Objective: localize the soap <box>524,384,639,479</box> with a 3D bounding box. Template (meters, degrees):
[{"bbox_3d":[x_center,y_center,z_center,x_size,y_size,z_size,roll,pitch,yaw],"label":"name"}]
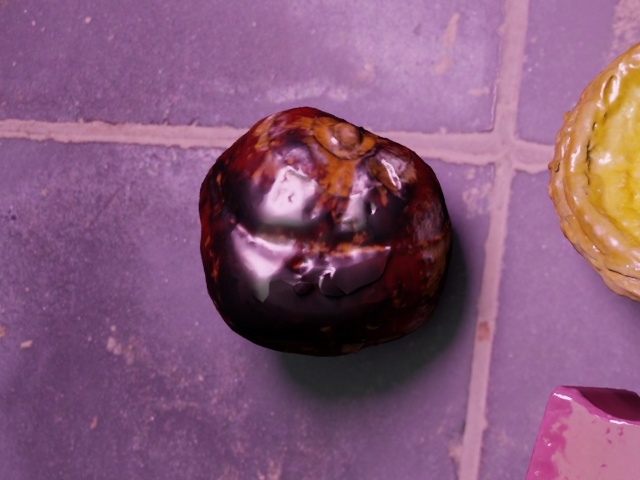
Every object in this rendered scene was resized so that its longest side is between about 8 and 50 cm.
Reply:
[{"bbox_3d":[0.266,0.251,0.973,0.128,0.359,0.233,14,88,25],"label":"soap"}]

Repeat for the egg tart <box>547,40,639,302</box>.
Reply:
[{"bbox_3d":[0.392,-0.073,1.073,0.345,0.132,0.346,-18,57,30],"label":"egg tart"}]

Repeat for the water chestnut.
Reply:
[{"bbox_3d":[0.000,0.000,1.211,0.289,0.244,0.289,0,87,-4],"label":"water chestnut"}]
